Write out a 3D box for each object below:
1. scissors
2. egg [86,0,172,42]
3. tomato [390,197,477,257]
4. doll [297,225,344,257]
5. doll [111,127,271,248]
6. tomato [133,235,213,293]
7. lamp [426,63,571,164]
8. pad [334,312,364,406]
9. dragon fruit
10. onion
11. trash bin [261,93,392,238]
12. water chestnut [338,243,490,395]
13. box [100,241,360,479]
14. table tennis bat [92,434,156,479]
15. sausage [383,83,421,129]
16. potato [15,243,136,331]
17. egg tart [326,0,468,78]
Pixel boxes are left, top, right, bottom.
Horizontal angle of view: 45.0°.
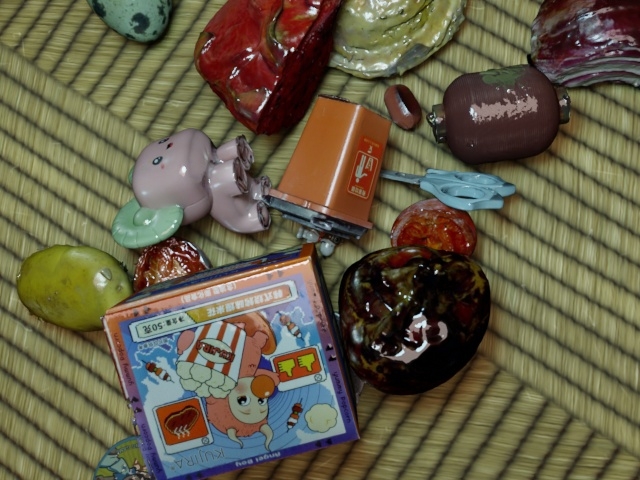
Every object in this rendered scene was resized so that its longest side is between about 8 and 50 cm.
[{"bbox_3d":[0.180,-0.119,1.454,0.360,0.191,0.029,15,116,23],"label":"scissors"},{"bbox_3d":[-0.383,-0.504,1.544,0.177,0.177,0.228,-22,93,4],"label":"egg"},{"bbox_3d":[0.215,-0.020,1.437,0.159,0.091,0.139,-1,124,21],"label":"tomato"},{"bbox_3d":[0.001,-0.007,1.497,0.085,0.040,0.058,39,98,10],"label":"doll"},{"bbox_3d":[-0.253,-0.094,1.464,0.268,0.216,0.284,-12,42,17],"label":"doll"},{"bbox_3d":[-0.270,0.078,1.490,0.166,0.082,0.174,3,91,3],"label":"tomato"},{"bbox_3d":[0.325,-0.232,1.427,0.258,0.180,0.180,-7,81,8],"label":"lamp"},{"bbox_3d":[-0.071,0.222,1.489,0.330,0.004,0.220,17,84,9],"label":"pad"},{"bbox_3d":[-0.112,-0.398,1.410,0.286,0.228,0.329,41,122,12],"label":"dragon fruit"},{"bbox_3d":[0.548,-0.425,1.437,0.314,0.146,0.280,-1,78,11],"label":"onion"},{"bbox_3d":[0.017,-0.138,1.427,0.184,0.161,0.238,19,92,39],"label":"trash bin"},{"bbox_3d":[0.164,0.133,1.334,0.289,0.244,0.289,-1,95,-17],"label":"water chestnut"},{"bbox_3d":[-0.136,0.204,1.329,0.349,0.257,0.318,-14,96,2],"label":"box"},{"bbox_3d":[-0.310,0.529,1.459,0.215,0.044,0.329,-28,78,1],"label":"table tennis bat"},{"bbox_3d":[0.160,-0.260,1.502,0.059,0.054,0.094,-19,77,-33],"label":"sausage"},{"bbox_3d":[-0.464,0.092,1.464,0.300,0.140,0.173,0,124,38],"label":"potato"},{"bbox_3d":[0.114,-0.488,1.498,0.352,0.150,0.351,-2,79,9],"label":"egg tart"}]
